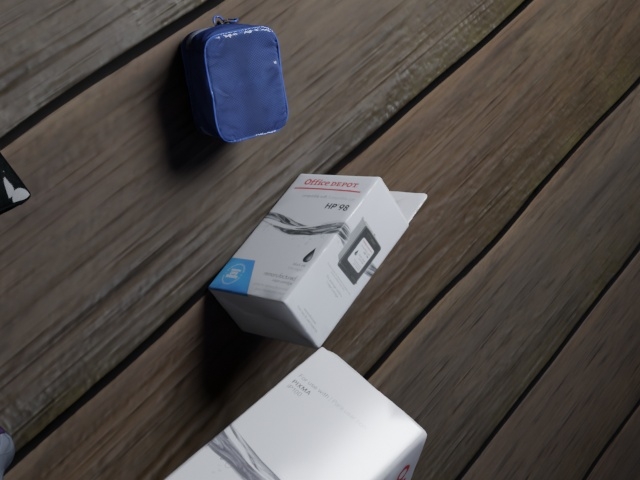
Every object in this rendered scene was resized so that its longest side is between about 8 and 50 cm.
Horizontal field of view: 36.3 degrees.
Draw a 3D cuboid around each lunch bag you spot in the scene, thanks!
[{"bbox_3d":[-0.072,-0.131,0.782,0.067,0.065,0.099,-14,107,-26],"label":"lunch bag"}]

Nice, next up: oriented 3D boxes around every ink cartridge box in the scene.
[{"bbox_3d":[-0.060,0.245,0.749,0.283,0.117,0.207,-36,152,-35],"label":"ink cartridge box"},{"bbox_3d":[0.000,0.000,0.840,0.180,0.104,0.060,-53,126,-26],"label":"ink cartridge box"}]

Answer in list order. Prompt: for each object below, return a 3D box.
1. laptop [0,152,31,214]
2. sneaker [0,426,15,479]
[{"bbox_3d":[-0.299,-0.088,0.445,0.264,0.136,0.234,-31,77,-37],"label":"laptop"},{"bbox_3d":[-0.227,0.188,0.590,0.083,0.098,0.224,-55,179,14],"label":"sneaker"}]
